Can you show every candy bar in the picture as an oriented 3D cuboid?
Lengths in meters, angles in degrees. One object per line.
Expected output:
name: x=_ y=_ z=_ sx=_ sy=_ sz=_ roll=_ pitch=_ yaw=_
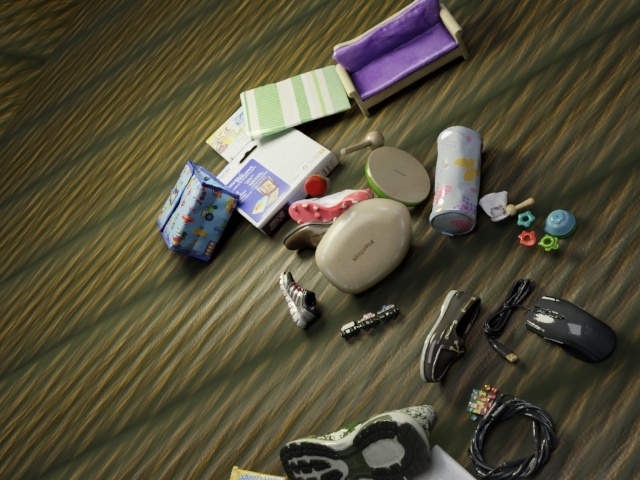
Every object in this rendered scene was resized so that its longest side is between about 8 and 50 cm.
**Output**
candy bar: x=-0.141 y=0.553 z=1.639 sx=0.161 sy=0.018 sz=0.040 roll=-1 pitch=60 yaw=31

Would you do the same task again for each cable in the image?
cable: x=0.379 y=0.405 z=1.419 sx=0.150 sy=0.047 sz=0.184 roll=31 pitch=76 yaw=35

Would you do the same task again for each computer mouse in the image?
computer mouse: x=0.467 y=0.190 z=1.494 sx=0.184 sy=0.060 sz=0.262 roll=-48 pitch=48 yaw=-7

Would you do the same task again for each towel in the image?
towel: x=-0.083 y=-0.426 z=2.190 sx=0.324 sy=0.038 sz=0.248 roll=-17 pitch=45 yaw=4

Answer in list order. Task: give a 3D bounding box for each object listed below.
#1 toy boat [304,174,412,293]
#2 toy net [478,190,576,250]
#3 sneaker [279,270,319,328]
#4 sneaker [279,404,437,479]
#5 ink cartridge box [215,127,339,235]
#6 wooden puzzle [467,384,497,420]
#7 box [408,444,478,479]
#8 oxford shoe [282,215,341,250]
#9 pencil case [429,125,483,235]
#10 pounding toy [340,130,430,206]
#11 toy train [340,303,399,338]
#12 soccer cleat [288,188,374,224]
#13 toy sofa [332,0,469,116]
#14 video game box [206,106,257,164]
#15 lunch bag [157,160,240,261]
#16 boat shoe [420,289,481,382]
toy boat: x=0.074 y=-0.043 z=1.775 sx=0.267 sy=0.148 sz=0.318 roll=-40 pitch=90 yaw=8
toy net: x=0.471 y=-0.044 z=1.662 sx=0.232 sy=0.045 sz=0.122 roll=21 pitch=74 yaw=40
sneaker: x=-0.050 y=0.142 z=1.832 sx=0.074 sy=0.063 sz=0.170 roll=-31 pitch=54 yaw=10
sneaker: x=0.090 y=0.445 z=1.517 sx=0.410 sy=0.182 sz=0.158 roll=-25 pitch=88 yaw=36
ink cartridge box: x=-0.144 y=-0.198 z=2.111 sx=0.303 sy=0.072 sz=0.307 roll=-47 pitch=44 yaw=-4
wooden puzzle: x=0.340 y=0.343 z=1.502 sx=0.049 sy=0.006 sz=0.083 roll=9 pitch=65 yaw=34
box: x=0.258 y=0.511 z=1.382 sx=0.130 sy=0.091 sz=0.170 roll=-48 pitch=48 yaw=-6
oxford shoe: x=0.000 y=0.000 z=1.884 sx=0.227 sy=0.083 sz=0.096 roll=-13 pitch=59 yaw=25
pencil case: x=0.335 y=-0.149 z=1.760 sx=0.124 sy=0.113 sz=0.273 roll=132 pitch=152 yaw=-57
pounding toy: x=0.164 y=-0.160 z=1.864 sx=0.237 sy=0.110 sz=0.183 roll=45 pitch=48 yaw=9
toy train: x=0.119 y=0.194 z=1.721 sx=0.158 sy=0.027 sz=0.036 roll=-26 pitch=39 yaw=14
soccer cleat: x=0.030 y=-0.094 z=1.942 sx=0.248 sy=0.083 sz=0.095 roll=-7 pitch=27 yaw=33
toy sofa: x=0.226 y=-0.535 z=2.044 sx=0.362 sy=0.177 sz=0.150 roll=-28 pitch=49 yaw=10
video game box: x=-0.244 y=-0.338 z=2.275 sx=0.205 sy=0.048 sz=0.187 roll=-44 pitch=51 yaw=-3
lunch bag: x=-0.391 y=-0.104 z=2.139 sx=0.221 sy=0.138 sz=0.293 roll=-63 pitch=34 yaw=8
boat shoe: x=0.288 y=0.213 z=1.569 sx=0.068 sy=0.081 sz=0.228 roll=7 pitch=61 yaw=38
